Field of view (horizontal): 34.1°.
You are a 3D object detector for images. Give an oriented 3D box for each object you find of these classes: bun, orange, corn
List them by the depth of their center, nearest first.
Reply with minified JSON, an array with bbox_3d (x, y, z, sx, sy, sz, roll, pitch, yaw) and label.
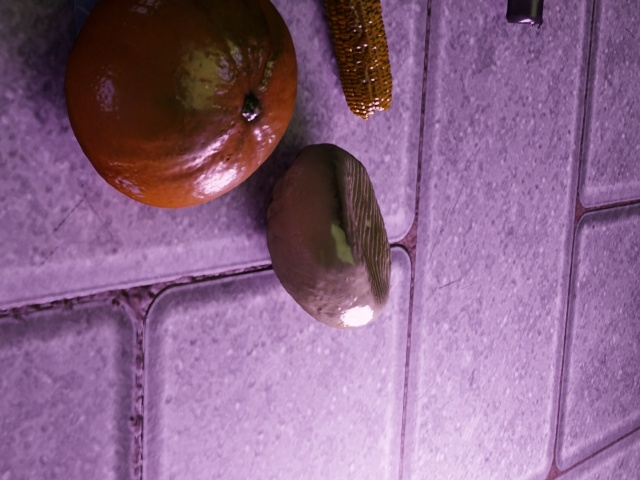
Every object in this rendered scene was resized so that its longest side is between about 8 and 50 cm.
[{"bbox_3d":[-0.120,-0.144,0.973,0.240,0.171,0.240,-32,130,-47],"label":"orange"},{"bbox_3d":[0.000,0.000,1.212,0.222,0.127,0.222,-15,90,-72],"label":"bun"},{"bbox_3d":[0.046,-0.245,1.247,0.068,0.068,0.207,-38,125,-40],"label":"corn"}]

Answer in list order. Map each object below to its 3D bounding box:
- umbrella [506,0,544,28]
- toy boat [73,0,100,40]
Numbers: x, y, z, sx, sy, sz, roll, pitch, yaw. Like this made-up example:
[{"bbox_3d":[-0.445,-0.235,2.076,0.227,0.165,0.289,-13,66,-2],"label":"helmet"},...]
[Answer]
[{"bbox_3d":[0.309,-0.471,1.504,0.094,0.090,0.326,-11,107,-53],"label":"umbrella"},{"bbox_3d":[-0.204,-0.248,0.966,0.096,0.034,0.122,42,67,-41],"label":"toy boat"}]
